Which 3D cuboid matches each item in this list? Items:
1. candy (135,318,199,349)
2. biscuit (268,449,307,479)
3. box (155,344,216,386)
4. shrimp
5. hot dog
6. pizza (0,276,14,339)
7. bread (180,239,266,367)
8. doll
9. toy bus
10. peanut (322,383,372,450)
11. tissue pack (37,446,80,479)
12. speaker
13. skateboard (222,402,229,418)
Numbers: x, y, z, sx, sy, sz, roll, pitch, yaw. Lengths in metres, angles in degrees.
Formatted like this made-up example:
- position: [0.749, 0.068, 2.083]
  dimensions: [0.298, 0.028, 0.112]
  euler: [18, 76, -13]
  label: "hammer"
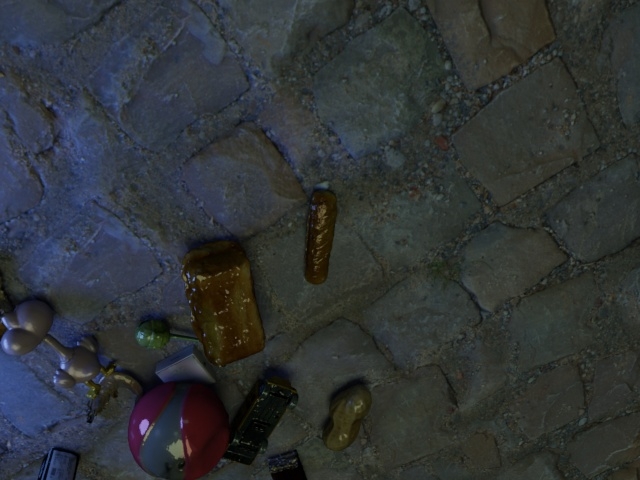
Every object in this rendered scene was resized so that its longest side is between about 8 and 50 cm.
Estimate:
- position: [-0.369, 0.290, 1.649]
  dimensions: [0.335, 0.092, 0.093]
  euler: [13, 127, -24]
  label: "candy"
- position: [-0.103, 0.844, 1.971]
  dimensions: [0.106, 0.070, 0.252]
  euler: [-16, 118, -2]
  label: "biscuit"
- position: [-0.405, 0.401, 1.707]
  dimensions: [0.130, 0.051, 0.129]
  euler: [-28, 117, 4]
  label: "box"
- position: [-0.626, 0.488, 1.719]
  dimensions: [0.152, 0.046, 0.219]
  euler: [30, 108, -19]
  label: "shrimp"
- position: [0.001, -0.002, 1.566]
  dimensions: [0.088, 0.061, 0.286]
  euler: [-8, 120, -18]
  label: "hot dog"
- position: [-0.920, 0.152, 1.481]
  dimensions: [0.182, 0.074, 0.365]
  euler: [-10, 118, -4]
  label: "pizza"
- position: [-0.267, 0.172, 1.554]
  dimensions: [0.195, 0.149, 0.344]
  euler: [-15, 121, -17]
  label: "bread"
- position: [-0.728, 0.293, 1.549]
  dimensions: [0.094, 0.160, 0.365]
  euler: [-13, 131, 47]
  label: "doll"
- position: [-0.196, 0.560, 1.781]
  dimensions: [0.121, 0.123, 0.335]
  euler: [24, 110, -18]
  label: "toy bus"
- position: [0.079, 0.584, 1.846]
  dimensions: [0.125, 0.111, 0.274]
  euler: [15, 113, -11]
  label: "peanut"
- position: [-0.814, 0.734, 1.741]
  dimensions: [0.103, 0.170, 0.090]
  euler: [25, 110, -22]
  label: "tissue pack"
- position: [-0.422, 0.557, 1.655]
  dimensions: [0.294, 0.294, 0.294]
  euler: [-4, 117, -7]
  label: "speaker"
- position: [-0.365, 0.581, 1.807]
  dimensions: [0.151, 0.067, 0.080]
  euler: [-18, 128, 6]
  label: "skateboard"
